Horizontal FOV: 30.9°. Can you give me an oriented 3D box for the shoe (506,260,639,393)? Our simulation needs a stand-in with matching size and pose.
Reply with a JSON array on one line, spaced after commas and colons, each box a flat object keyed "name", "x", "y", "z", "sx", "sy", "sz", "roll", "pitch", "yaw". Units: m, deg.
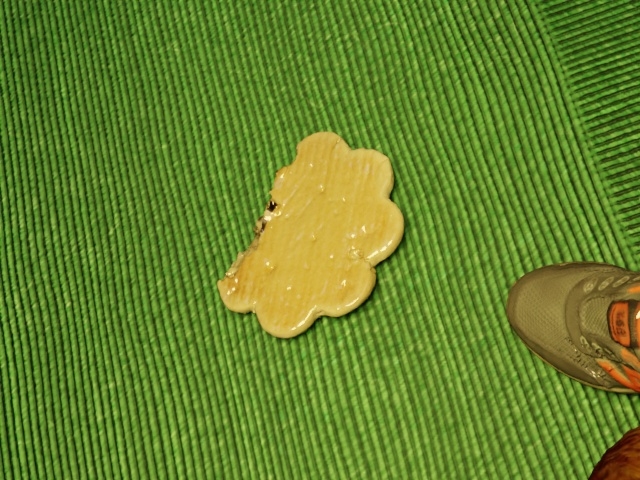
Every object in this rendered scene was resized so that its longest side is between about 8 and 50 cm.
[{"name": "shoe", "x": 0.310, "y": 0.087, "z": 1.117, "sx": 0.336, "sy": 0.171, "sz": 0.132, "roll": 9, "pitch": 86, "yaw": 37}]

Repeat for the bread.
[{"name": "bread", "x": 0.000, "y": 0.000, "z": 1.348, "sx": 0.182, "sy": 0.039, "sz": 0.251, "roll": 24, "pitch": 78, "yaw": 23}]

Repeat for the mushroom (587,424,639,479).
[{"name": "mushroom", "x": 0.379, "y": 0.266, "z": 0.949, "sx": 0.334, "sy": 0.356, "sz": 0.331, "roll": 29, "pitch": 64, "yaw": 17}]
